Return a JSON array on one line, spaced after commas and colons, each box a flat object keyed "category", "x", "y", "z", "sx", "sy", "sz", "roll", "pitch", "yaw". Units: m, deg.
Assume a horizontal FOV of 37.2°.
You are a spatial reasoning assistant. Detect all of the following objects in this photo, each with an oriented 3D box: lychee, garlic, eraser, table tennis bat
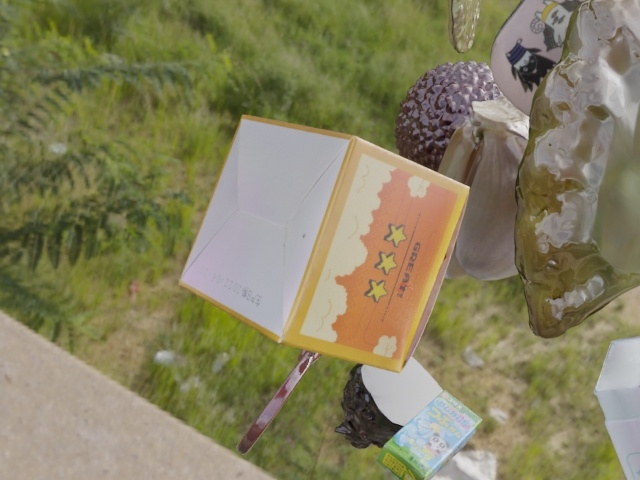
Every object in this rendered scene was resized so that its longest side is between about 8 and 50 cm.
[{"category": "lychee", "x": 0.284, "y": -0.231, "z": 1.995, "sx": 0.264, "sy": 0.300, "sz": 0.264, "roll": 14, "pitch": 20, "yaw": -5}, {"category": "garlic", "x": 0.302, "y": -0.068, "z": 1.599, "sx": 0.132, "sy": 0.325, "sz": 0.279, "roll": -3, "pitch": 20, "yaw": -26}, {"category": "eraser", "x": 0.334, "y": 0.212, "z": 0.932, "sx": 0.095, "sy": 0.052, "sz": 0.225, "roll": -47, "pitch": 117, "yaw": -52}, {"category": "table tennis bat", "x": -0.056, "y": 0.249, "z": 1.682, "sx": 0.038, "sy": 0.200, "sz": 0.310, "roll": 37, "pitch": 56, "yaw": 3}]

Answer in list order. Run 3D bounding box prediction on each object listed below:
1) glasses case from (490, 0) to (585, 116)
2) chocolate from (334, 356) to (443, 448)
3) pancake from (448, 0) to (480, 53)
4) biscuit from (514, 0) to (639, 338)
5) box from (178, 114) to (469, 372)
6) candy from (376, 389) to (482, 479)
[{"category": "glasses case", "x": 0.264, "y": -0.229, "z": 0.793, "sx": 0.122, "sy": 0.314, "sz": 0.075, "roll": 36, "pitch": 31, "yaw": -3}, {"category": "chocolate", "x": 0.116, "y": 0.345, "z": 1.926, "sx": 0.224, "sy": 0.177, "sz": 0.206, "roll": 25, "pitch": 35, "yaw": -28}, {"category": "pancake", "x": 0.208, "y": -0.382, "z": 1.358, "sx": 0.029, "sy": 0.235, "sz": 0.212, "roll": 6, "pitch": 26, "yaw": 16}, {"category": "biscuit", "x": 0.279, "y": -0.055, "z": 0.760, "sx": 0.329, "sy": 0.335, "sz": 0.078, "roll": 30, "pitch": 1, "yaw": -35}, {"category": "box", "x": 0.000, "y": 0.000, "z": 1.245, "sx": 0.214, "sy": 0.259, "sz": 0.283, "roll": 22, "pitch": -1, "yaw": -36}, {"category": "candy", "x": 0.202, "y": 0.368, "z": 1.756, "sx": 0.097, "sy": 0.062, "sz": 0.194, "roll": 37, "pitch": 46, "yaw": 22}]
